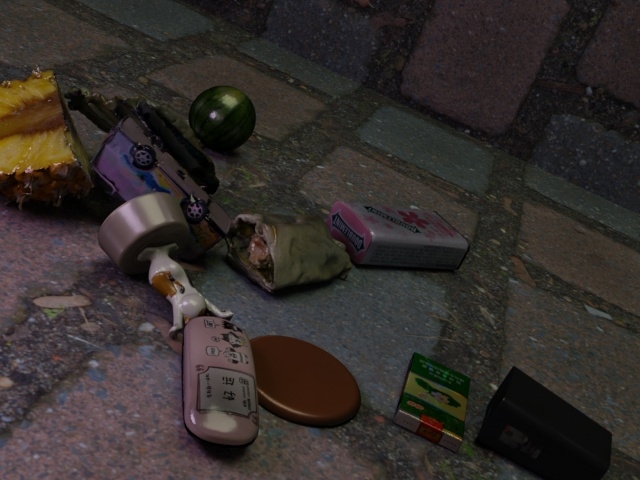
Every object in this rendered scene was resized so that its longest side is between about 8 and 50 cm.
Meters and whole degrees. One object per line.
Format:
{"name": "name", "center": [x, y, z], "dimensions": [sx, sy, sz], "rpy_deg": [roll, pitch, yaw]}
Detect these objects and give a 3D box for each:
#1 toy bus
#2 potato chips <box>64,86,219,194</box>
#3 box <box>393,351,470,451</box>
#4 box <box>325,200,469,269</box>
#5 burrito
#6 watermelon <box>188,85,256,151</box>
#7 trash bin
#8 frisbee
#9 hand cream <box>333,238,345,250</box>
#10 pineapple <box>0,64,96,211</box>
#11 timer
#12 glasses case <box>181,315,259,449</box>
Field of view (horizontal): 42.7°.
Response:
{"name": "toy bus", "center": [-0.333, -0.106, 1.713], "dimensions": [0.317, 0.138, 0.112], "rpy_deg": [46, 17, -15]}
{"name": "potato chips", "center": [-0.384, -0.226, 1.880], "dimensions": [0.358, 0.070, 0.429], "rpy_deg": [17, -16, 41]}
{"name": "box", "center": [0.223, 0.310, 1.605], "dimensions": [0.132, 0.034, 0.235], "rpy_deg": [26, 24, 4]}
{"name": "box", "center": [0.211, -0.013, 2.172], "dimensions": [0.369, 0.112, 0.190], "rpy_deg": [2, 33, -38]}
{"name": "burrito", "center": [-0.056, 0.009, 1.866], "dimensions": [0.190, 0.135, 0.332], "rpy_deg": [29, 20, 30]}
{"name": "watermelon", "center": [-0.287, -0.337, 2.325], "dimensions": [0.188, 0.215, 0.188], "rpy_deg": [44, -6, 6]}
{"name": "trash bin", "center": [0.434, 0.373, 1.583], "dimensions": [0.225, 0.115, 0.165], "rpy_deg": [32, 24, 9]}
{"name": "frisbee", "center": [-0.039, 0.252, 1.511], "dimensions": [0.250, 0.021, 0.251], "rpy_deg": [18, 24, -8]}
{"name": "hand cream", "center": [0.000, 0.000, 2.055], "dimensions": [0.143, 0.039, 0.061], "rpy_deg": [29, 22, 34]}
{"name": "pineapple", "center": [-0.631, -0.162, 1.702], "dimensions": [0.286, 0.209, 0.344], "rpy_deg": [-20, 50, -8]}
{"name": "timer", "center": [-0.289, 0.061, 1.563], "dimensions": [0.175, 0.175, 0.266], "rpy_deg": [-7, 54, -49]}
{"name": "glasses case", "center": [-0.169, 0.229, 1.368], "dimensions": [0.122, 0.075, 0.314], "rpy_deg": [11, 27, -15]}
